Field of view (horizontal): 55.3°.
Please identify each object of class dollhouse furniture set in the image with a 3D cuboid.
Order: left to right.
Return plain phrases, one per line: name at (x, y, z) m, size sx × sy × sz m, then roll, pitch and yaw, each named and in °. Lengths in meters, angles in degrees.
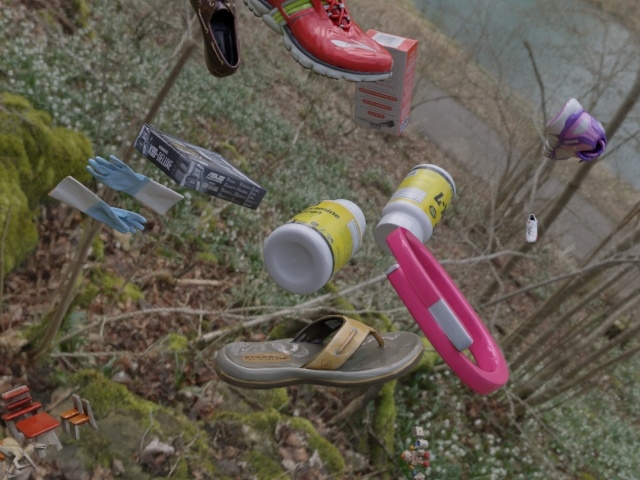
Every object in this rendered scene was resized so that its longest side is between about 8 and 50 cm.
dollhouse furniture set at (-0.793, 0.495, 1.676) m, size 0.262 × 0.259 × 0.135 m, roll -20°, pitch 102°, yaw -39°

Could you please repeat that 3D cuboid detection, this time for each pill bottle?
pill bottle at (0.000, 0.000, 1.650) m, size 0.188 × 0.188 × 0.334 m, roll 37°, pitch 30°, yaw 8°
pill bottle at (0.205, -0.063, 1.331) m, size 0.119 × 0.119 × 0.208 m, roll 34°, pitch 53°, yaw 4°

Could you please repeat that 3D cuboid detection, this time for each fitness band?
fitness band at (0.192, 0.106, 0.958) m, size 0.290 × 0.054 × 0.209 m, roll 58°, pitch 16°, yaw 19°

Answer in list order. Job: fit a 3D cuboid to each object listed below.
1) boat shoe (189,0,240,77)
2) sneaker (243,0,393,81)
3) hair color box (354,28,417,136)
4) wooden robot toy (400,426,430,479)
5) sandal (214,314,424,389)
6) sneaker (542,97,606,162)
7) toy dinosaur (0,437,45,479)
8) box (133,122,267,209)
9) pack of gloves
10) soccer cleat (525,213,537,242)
boat shoe at (-0.178, -0.392, 1.064) m, size 0.073 × 0.073 × 0.207 m, roll -18°, pitch 100°, yaw -24°
sneaker at (-0.007, -0.316, 0.818) m, size 0.279 × 0.118 × 0.107 m, roll 44°, pitch 44°, yaw 17°
hair color box at (0.113, -0.277, 1.081) m, size 0.093 × 0.167 × 0.053 m, roll 21°, pitch 46°, yaw 21°
wooden robot toy at (0.294, 0.676, 1.927) m, size 0.079 × 0.076 × 0.173 m, roll 17°, pitch 67°, yaw -25°
sandal at (0.003, 0.087, 0.507) m, size 0.180 × 0.049 × 0.072 m, roll 0°, pitch 14°, yaw -12°
sneaker at (0.512, -0.195, 1.215) m, size 0.104 × 0.095 × 0.236 m, roll 38°, pitch 7°, yaw 19°
toy dinosaur at (-0.671, 0.466, 1.328) m, size 0.053 × 0.183 × 0.092 m, roll -35°, pitch 60°, yaw -1°
box at (-0.333, -0.201, 1.713) m, size 0.242 × 0.076 × 0.307 m, roll 37°, pitch 11°, yaw 35°
pack of gloves at (-0.467, -0.089, 1.402) m, size 0.232 × 0.195 × 0.046 m, roll 34°, pitch 35°, yaw -41°
soccer cleat at (0.495, -0.028, 1.435) m, size 0.035 × 0.029 × 0.083 m, roll 63°, pitch 37°, yaw -32°
